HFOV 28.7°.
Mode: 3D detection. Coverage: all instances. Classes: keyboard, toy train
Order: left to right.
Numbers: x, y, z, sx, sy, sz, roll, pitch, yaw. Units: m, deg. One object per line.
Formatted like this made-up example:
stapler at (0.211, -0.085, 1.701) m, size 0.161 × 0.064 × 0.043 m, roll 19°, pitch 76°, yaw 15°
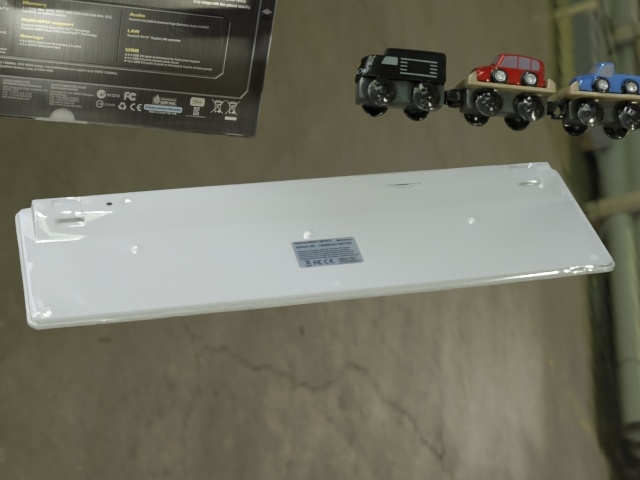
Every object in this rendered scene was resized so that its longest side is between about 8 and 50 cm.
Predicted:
keyboard at (0.000, 0.000, 0.547) m, size 0.014 × 0.256 × 0.072 m, roll 101°, pitch -22°, yaw -46°
toy train at (0.095, -0.075, 0.624) m, size 0.027 × 0.158 × 0.036 m, roll 137°, pitch -43°, yaw -75°

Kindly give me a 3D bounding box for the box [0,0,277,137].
box at (-0.137, -0.159, 0.697) m, size 0.056 × 0.231 × 0.183 m, roll -119°, pitch -145°, yaw -62°
